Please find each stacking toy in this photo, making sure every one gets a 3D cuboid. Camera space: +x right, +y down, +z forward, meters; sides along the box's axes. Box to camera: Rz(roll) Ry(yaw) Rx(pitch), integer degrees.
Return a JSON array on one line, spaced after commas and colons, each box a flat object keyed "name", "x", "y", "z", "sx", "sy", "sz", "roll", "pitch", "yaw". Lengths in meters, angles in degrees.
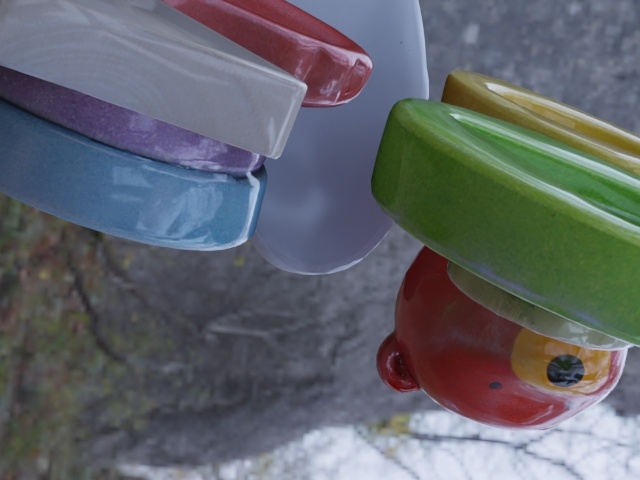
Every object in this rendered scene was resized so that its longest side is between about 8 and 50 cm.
[{"name": "stacking toy", "x": 0.000, "y": 0.000, "z": 0.529, "sx": 0.279, "sy": 0.309, "sz": 0.130, "roll": -99, "pitch": -149, "yaw": -75}]

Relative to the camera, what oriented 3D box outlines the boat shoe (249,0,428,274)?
[{"name": "boat shoe", "x": -0.019, "y": -0.116, "z": 0.689, "sx": 0.088, "sy": 0.096, "sz": 0.267, "roll": 167, "pitch": -84, "yaw": -68}]
